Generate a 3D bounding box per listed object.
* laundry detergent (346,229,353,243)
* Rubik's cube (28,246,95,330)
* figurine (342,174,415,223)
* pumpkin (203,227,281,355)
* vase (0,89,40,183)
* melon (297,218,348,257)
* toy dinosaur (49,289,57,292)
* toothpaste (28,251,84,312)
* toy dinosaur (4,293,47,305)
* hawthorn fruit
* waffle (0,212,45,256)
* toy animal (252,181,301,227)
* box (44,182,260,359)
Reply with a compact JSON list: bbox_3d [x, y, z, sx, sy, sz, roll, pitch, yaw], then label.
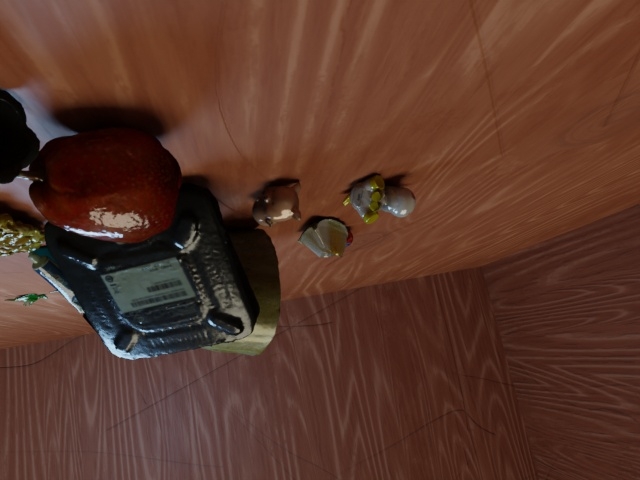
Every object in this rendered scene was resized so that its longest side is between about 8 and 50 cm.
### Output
[{"bbox_3d":[0.054,0.003,1.475,0.097,0.049,0.165,-4,168,0],"label":"laundry detergent"},{"bbox_3d":[-0.488,0.081,1.130,0.234,0.250,0.284,-31,161,2],"label":"Rubik's cube"},{"bbox_3d":[0.148,-0.098,1.055,0.178,0.109,0.129,-5,-168,-27],"label":"figurine"},{"bbox_3d":[-0.250,0.130,1.163,0.199,0.332,0.332,3,162,-33],"label":"pumpkin"},{"bbox_3d":[-0.451,-0.092,0.526,0.237,0.115,0.115,-12,168,25],"label":"vase"},{"bbox_3d":[-0.004,-0.003,1.314,0.139,0.093,0.202,-9,165,27],"label":"melon"},{"bbox_3d":[-0.744,0.148,1.457,0.162,0.039,0.126,-13,169,14],"label":"toy dinosaur"},{"bbox_3d":[-0.568,0.092,1.016,0.057,0.035,0.197,-40,135,-14],"label":"toothpaste"},{"bbox_3d":[-0.959,0.187,1.494,0.060,0.029,0.120,-33,154,21],"label":"toy dinosaur"},{"bbox_3d":[-0.278,-0.078,0.613,0.179,0.173,0.173,15,160,-15],"label":"hawthorn fruit"},{"bbox_3d":[-0.654,0.003,0.837,0.291,0.051,0.291,-9,175,-1],"label":"waffle"},{"bbox_3d":[-0.094,-0.072,0.958,0.089,0.083,0.150,-17,-174,-40],"label":"toy animal"},{"bbox_3d":[-0.329,0.075,0.920,0.359,0.350,0.091,-12,-152,9],"label":"box"}]
